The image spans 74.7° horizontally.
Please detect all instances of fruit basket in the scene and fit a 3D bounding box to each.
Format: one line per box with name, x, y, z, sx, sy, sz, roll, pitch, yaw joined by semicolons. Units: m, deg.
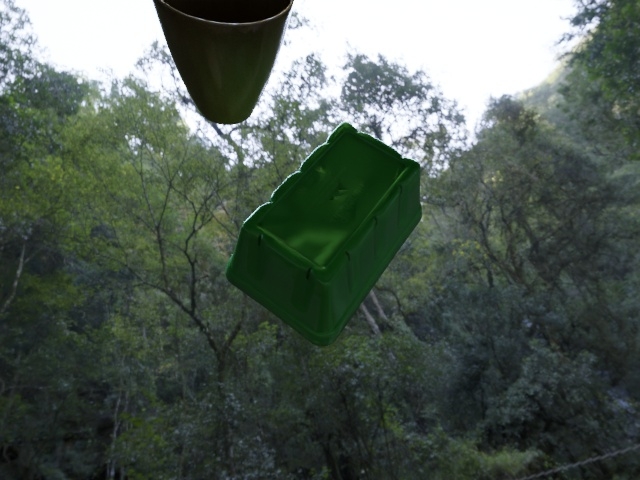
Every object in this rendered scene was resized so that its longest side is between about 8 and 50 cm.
fruit basket;0.000;0.000;0.836;0.392;0.283;0.392;-52;-15;-20

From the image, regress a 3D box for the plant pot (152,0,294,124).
plant pot;-0.179;-0.352;0.788;0.237;0.237;0.254;-12;-31;-18
